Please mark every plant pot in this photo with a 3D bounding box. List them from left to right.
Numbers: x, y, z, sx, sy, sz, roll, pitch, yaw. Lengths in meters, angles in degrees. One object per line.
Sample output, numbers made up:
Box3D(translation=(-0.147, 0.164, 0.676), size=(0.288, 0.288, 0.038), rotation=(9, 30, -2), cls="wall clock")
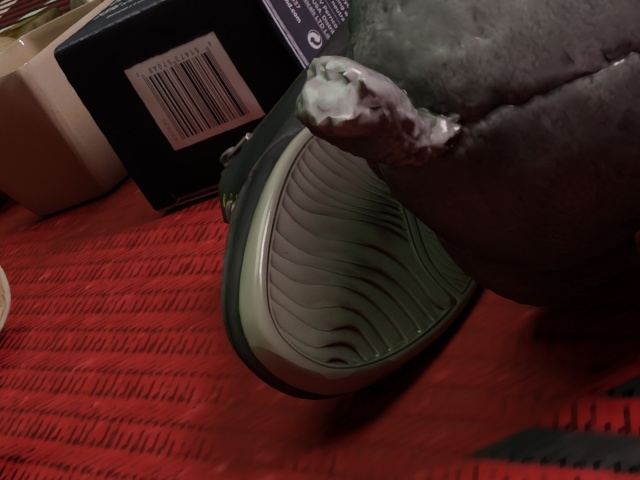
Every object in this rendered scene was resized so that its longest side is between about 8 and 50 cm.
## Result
Box3D(translation=(-0.159, -0.078, 1.131), size=(0.109, 0.096, 0.109), rotation=(-17, 21, 42), cls="plant pot")

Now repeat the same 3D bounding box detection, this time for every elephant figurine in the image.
Box3D(translation=(0.135, -0.075, 0.513), size=(0.239, 0.169, 0.186), rotation=(-10, 52, 17), cls="elephant figurine")

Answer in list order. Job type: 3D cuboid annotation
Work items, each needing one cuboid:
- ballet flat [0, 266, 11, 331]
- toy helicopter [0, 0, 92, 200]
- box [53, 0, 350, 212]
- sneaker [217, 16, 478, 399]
Box3D(translation=(-0.205, 0.069, 0.838), size=(0.086, 0.086, 0.248), rotation=(-26, 16, 20), cls="ballet flat")
Box3D(translation=(-0.225, -0.138, 1.370), size=(0.235, 0.140, 0.355), rotation=(-29, 14, 5), cls="toy helicopter")
Box3D(translation=(-0.015, -0.126, 0.985), size=(0.153, 0.108, 0.207), rotation=(-17, 21, 43), cls="box")
Box3D(translation=(0.000, 0.000, 0.682), size=(0.118, 0.083, 0.222), rotation=(-44, 13, 38), cls="sneaker")
